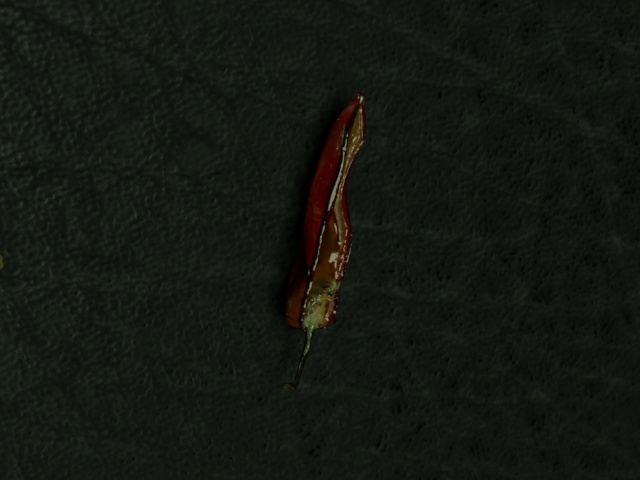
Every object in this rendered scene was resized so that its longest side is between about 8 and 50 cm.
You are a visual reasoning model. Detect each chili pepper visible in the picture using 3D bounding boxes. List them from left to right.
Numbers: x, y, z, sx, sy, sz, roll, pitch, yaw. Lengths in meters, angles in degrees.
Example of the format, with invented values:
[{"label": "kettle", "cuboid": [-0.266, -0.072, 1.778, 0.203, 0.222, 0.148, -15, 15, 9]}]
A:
[{"label": "chili pepper", "cuboid": [0.000, 0.000, 1.571, 0.059, 0.050, 0.268, 4, 98, -49]}]

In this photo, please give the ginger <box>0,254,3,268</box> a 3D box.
[{"label": "ginger", "cuboid": [-0.303, -0.103, 1.385, 0.131, 0.086, 0.294, -25, 119, -33]}]
